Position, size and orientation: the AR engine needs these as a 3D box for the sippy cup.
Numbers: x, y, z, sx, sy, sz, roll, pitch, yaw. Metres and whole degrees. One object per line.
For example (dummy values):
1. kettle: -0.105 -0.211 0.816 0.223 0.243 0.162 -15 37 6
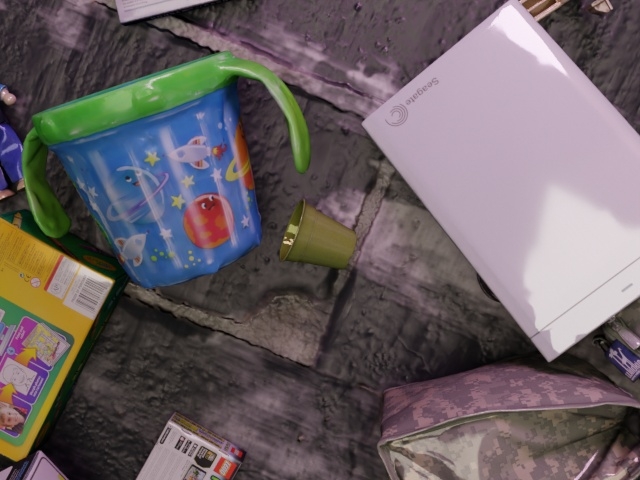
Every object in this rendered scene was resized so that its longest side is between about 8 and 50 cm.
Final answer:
1. sippy cup: -0.176 -0.075 0.877 0.240 0.305 0.224 -30 110 -37

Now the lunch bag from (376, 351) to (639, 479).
1. lunch bag: 0.222 0.230 0.874 0.286 0.235 0.169 -17 90 6

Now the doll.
1. doll: -0.433 -0.141 0.960 0.129 0.046 0.189 -25 96 5

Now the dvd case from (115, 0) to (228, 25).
1. dvd case: -0.184 -0.399 0.922 0.179 0.029 0.239 -12 97 4

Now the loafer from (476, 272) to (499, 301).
1. loafer: 0.326 -0.017 0.906 0.302 0.095 0.109 -30 96 7

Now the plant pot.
1. plant pot: 0.000 0.000 0.943 0.079 0.083 0.083 20 98 -13

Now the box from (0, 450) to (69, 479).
1. box: -0.426 0.404 0.969 0.289 0.087 0.169 -29 111 16

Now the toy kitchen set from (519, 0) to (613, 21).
1. toy kitchen set: 0.284 -0.273 0.882 0.075 0.083 0.068 -33 94 7

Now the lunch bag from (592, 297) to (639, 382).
1. lunch bag: 0.504 0.098 0.864 0.305 0.212 0.256 -44 76 7

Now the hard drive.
1. hard drive: 0.242 -0.073 0.875 0.233 0.047 0.353 -39 75 9

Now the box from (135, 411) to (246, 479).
1. box: -0.198 0.346 1.014 0.114 0.036 0.207 30 98 -1

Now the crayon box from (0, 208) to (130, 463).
1. crayon box: -0.380 0.122 0.973 0.165 0.081 0.279 29 98 -1
